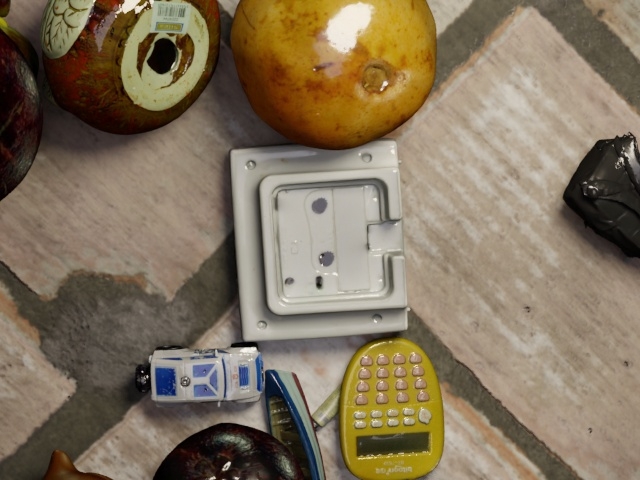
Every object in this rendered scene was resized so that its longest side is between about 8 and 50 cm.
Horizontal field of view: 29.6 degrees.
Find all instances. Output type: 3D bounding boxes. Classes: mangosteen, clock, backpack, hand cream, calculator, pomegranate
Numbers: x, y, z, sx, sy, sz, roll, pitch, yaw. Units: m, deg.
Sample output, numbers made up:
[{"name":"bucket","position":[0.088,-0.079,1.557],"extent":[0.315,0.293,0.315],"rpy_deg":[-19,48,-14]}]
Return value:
[{"name":"mangosteen","position":[-0.491,-0.173,1.461],"extent":[0.330,0.330,0.330],"rpy_deg":[0,93,-3]},{"name":"clock","position":[0.000,0.000,1.589],"extent":[0.231,0.116,0.262],"rpy_deg":[-3,93,-2]},{"name":"mangosteen","position":[-0.114,0.347,1.570],"extent":[0.216,0.216,0.216],"rpy_deg":[0,93,-3]},{"name":"backpack","position":[0.403,-0.050,1.614],"extent":[0.120,0.106,0.165],"rpy_deg":[-49,112,-21]},{"name":"hand cream","position":[0.024,0.220,1.651],"extent":[0.102,0.022,0.035],"rpy_deg":[-45,96,-5]},{"name":"calculator","position":[0.096,0.248,1.643],"extent":[0.146,0.032,0.235],"rpy_deg":[-2,93,-11]},{"name":"pomegranate","position":[0.016,-0.244,1.512],"extent":[0.264,0.264,0.264],"rpy_deg":[0,93,-3]}]

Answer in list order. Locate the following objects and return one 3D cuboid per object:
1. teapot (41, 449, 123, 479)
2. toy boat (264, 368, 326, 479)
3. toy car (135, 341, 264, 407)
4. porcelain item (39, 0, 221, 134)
[{"name":"teapot","position":[-0.279,0.383,1.589],"extent":[0.252,0.178,0.135],"rpy_deg":[50,51,-12]},{"name":"toy boat","position":[-0.031,0.278,1.631],"extent":[0.046,0.080,0.229],"rpy_deg":[-17,96,-37]},{"name":"toy car","position":[-0.160,0.181,1.612],"extent":[0.170,0.070,0.080],"rpy_deg":[-2,94,-4]},{"name":"porcelain item","position":[-0.255,-0.264,1.533],"extent":[0.253,0.253,0.253],"rpy_deg":[0,93,-3]}]
